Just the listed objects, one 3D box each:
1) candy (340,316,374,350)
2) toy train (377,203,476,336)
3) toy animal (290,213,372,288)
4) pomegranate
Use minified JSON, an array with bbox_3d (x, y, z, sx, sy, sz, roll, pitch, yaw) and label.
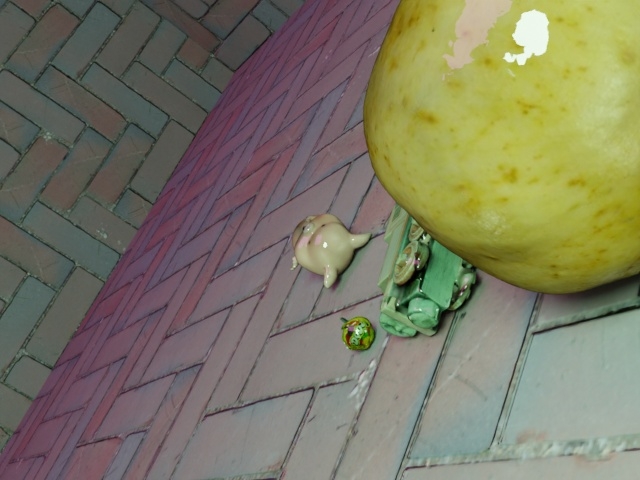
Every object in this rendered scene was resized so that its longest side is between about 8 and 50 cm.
[{"bbox_3d":[0.034,0.095,0.959,0.035,0.035,0.123,-23,7,-5],"label":"candy"},{"bbox_3d":[0.106,0.010,0.853,0.125,0.080,0.194,-47,18,55],"label":"toy train"},{"bbox_3d":[0.005,0.003,1.132,0.150,0.089,0.083,-129,55,-69],"label":"toy animal"},{"bbox_3d":[0.170,-0.110,0.602,0.307,0.307,0.307,-47,19,22],"label":"pomegranate"}]
